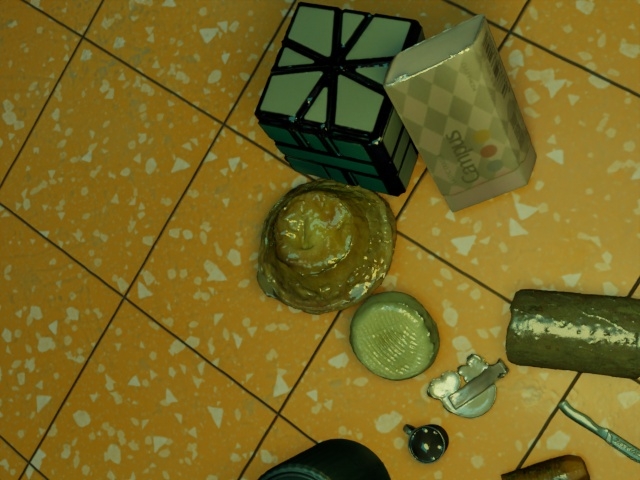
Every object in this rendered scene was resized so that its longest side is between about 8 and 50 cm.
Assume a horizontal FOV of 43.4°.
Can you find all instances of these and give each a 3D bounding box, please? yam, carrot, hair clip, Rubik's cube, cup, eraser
[{"bbox_3d":[0.504,0.181,1.574,0.267,0.161,0.161,4,86,18],"label":"yam"},{"bbox_3d":[0.448,0.481,1.603,0.173,0.082,0.082,-23,77,13],"label":"carrot"},{"bbox_3d":[0.317,0.309,1.686,0.172,0.049,0.116,-38,69,15],"label":"hair clip"},{"bbox_3d":[0.067,-0.290,1.689,0.288,0.283,0.294,17,79,21],"label":"Rubik's cube"},{"bbox_3d":[0.220,0.418,1.692,0.100,0.077,0.078,33,96,19],"label":"cup"},{"bbox_3d":[-0.030,0.553,1.655,0.307,0.292,0.242,-9,82,17],"label":"cup"},{"bbox_3d":[0.287,-0.230,1.576,0.213,0.397,0.082,-22,47,16],"label":"eraser"}]

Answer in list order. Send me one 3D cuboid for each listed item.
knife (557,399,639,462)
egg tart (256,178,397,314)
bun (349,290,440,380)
[{"bbox_3d":[0.568,0.386,1.605,0.210,0.015,0.028,34,90,19],"label":"knife"},{"bbox_3d":[0.004,0.000,1.763,0.340,0.129,0.342,-5,72,14],"label":"egg tart"},{"bbox_3d":[0.161,0.199,1.712,0.195,0.118,0.196,3,103,14],"label":"bun"}]
